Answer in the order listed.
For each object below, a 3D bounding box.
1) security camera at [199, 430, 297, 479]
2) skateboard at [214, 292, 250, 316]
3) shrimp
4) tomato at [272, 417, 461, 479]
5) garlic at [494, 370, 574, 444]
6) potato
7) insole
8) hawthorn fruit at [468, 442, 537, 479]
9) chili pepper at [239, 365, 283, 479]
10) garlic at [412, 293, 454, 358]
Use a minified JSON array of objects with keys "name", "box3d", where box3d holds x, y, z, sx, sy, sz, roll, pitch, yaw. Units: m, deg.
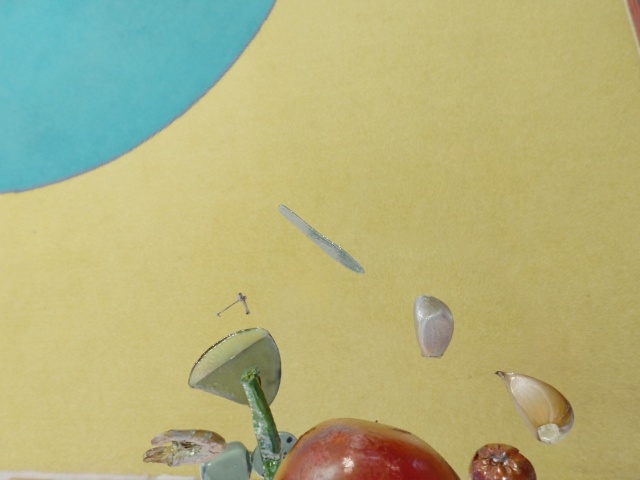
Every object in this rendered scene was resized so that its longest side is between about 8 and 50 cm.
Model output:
[{"name":"security camera","box3d":[-0.211,0.664,1.347,0.302,0.080,0.157,-10,105,-22]},{"name":"skateboard","box3d":[-0.217,0.175,1.098,0.083,0.064,0.032,-30,31,-30]},{"name":"shrimp","box3d":[-0.225,0.324,0.691,0.162,0.095,0.045,-17,55,16]},{"name":"tomato","box3d":[0.043,0.394,0.577,0.338,0.143,0.338,-9,60,15]},{"name":"garlic","box3d":[0.545,0.423,1.121,0.128,0.115,0.206,-14,30,-12]},{"name":"potato","box3d":[-0.242,0.424,1.374,0.269,0.255,0.112,-31,31,-17]},{"name":"insole","box3d":[0.000,0.000,0.621,0.153,0.053,0.002,40,69,-1]},{"name":"hawthorn fruit","box3d":[0.485,0.629,1.172,0.173,0.173,0.179,-43,91,-3]},{"name":"chili pepper","box3d":[-0.130,0.471,1.034,0.076,0.085,0.359,-10,98,-9]},{"name":"garlic","box3d":[0.428,0.323,1.691,0.143,0.112,0.318,-11,113,1]}]
